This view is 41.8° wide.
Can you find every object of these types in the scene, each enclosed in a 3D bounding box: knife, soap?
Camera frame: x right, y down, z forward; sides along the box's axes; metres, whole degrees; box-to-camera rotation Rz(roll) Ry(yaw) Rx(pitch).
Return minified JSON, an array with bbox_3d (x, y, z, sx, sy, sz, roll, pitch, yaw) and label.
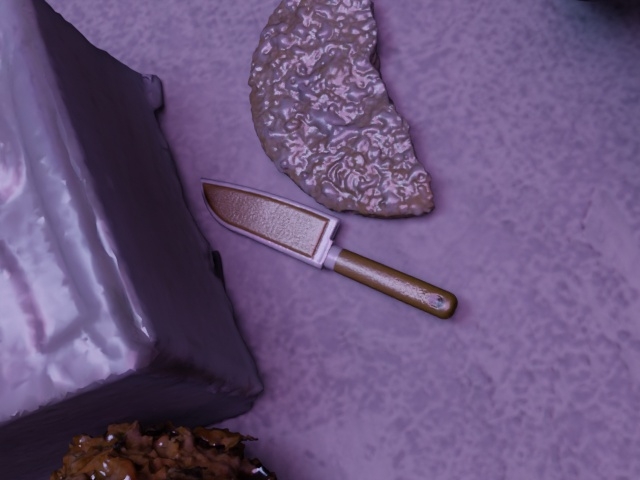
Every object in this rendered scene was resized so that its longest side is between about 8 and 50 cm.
[{"bbox_3d":[0.000,0.000,0.702,0.256,0.022,0.046,23,90,21],"label":"knife"},{"bbox_3d":[-0.317,0.043,0.672,0.434,0.213,0.351,-24,75,8],"label":"soap"}]

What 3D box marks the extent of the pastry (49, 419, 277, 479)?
[{"bbox_3d":[-0.118,0.255,0.568,0.192,0.274,0.275,-10,74,35],"label":"pastry"}]

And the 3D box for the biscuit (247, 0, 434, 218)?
[{"bbox_3d":[0.003,-0.121,0.724,0.133,0.032,0.250,-19,75,10],"label":"biscuit"}]
